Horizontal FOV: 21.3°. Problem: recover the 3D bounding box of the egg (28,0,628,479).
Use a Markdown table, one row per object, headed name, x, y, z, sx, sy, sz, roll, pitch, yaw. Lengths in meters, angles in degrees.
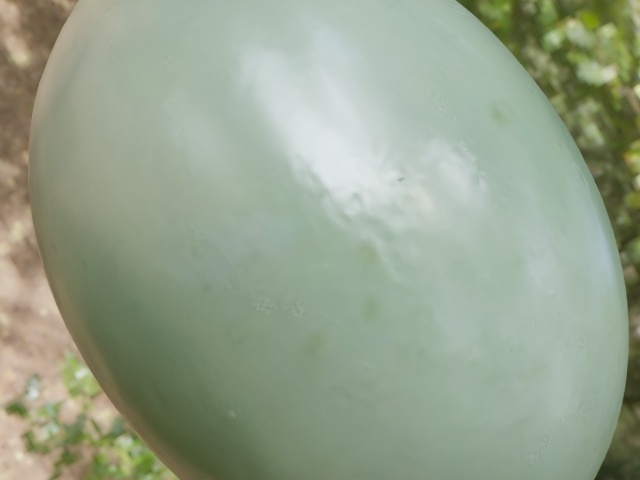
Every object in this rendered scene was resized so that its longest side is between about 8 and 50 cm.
| name | x | y | z | sx | sy | sz | roll | pitch | yaw |
| --- | --- | --- | --- | --- | --- | --- | --- | --- | --- |
| egg | 0.000 | 0.000 | 0.652 | 0.282 | 0.203 | 0.203 | 59 | 2 | 20 |
